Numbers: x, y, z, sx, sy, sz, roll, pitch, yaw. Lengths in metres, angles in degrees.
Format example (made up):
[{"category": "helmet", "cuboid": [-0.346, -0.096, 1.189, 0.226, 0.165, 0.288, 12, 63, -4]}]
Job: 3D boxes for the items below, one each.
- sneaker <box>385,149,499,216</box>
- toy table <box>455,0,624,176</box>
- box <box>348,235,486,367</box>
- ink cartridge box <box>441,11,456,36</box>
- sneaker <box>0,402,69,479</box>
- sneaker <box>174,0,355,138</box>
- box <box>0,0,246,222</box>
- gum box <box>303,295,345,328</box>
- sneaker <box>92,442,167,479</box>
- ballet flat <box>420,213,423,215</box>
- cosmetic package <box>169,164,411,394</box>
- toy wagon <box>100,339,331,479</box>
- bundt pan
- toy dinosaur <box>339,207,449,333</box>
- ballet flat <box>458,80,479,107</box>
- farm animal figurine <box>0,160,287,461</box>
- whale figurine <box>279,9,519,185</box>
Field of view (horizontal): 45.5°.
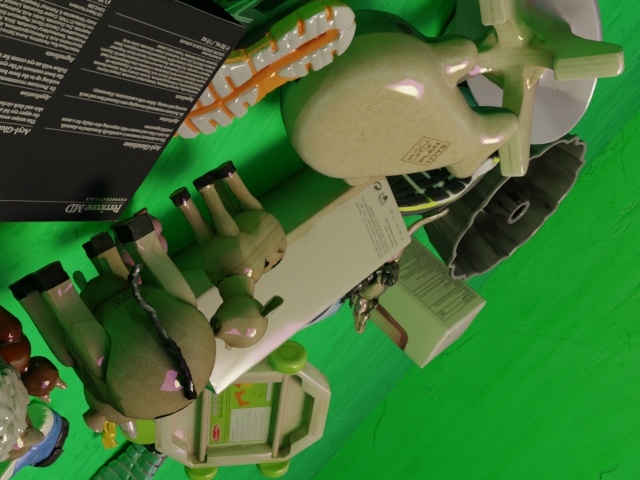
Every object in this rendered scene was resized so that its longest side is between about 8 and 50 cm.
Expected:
[{"category": "sneaker", "cuboid": [0.170, -0.088, 1.124, 0.300, 0.111, 0.121, -25, 156, -44]}, {"category": "toy table", "cuboid": [0.233, -0.218, 0.902, 0.252, 0.274, 0.161, -11, -155, 34]}, {"category": "box", "cuboid": [0.180, 0.109, 1.510, 0.148, 0.232, 0.127, -27, 153, -42]}, {"category": "ink cartridge box", "cuboid": [0.236, -0.285, 1.103, 0.223, 0.045, 0.224, -21, 149, -52]}, {"category": "sneaker", "cuboid": [-0.372, 0.270, 0.933, 0.152, 0.058, 0.084, -49, 154, -12]}, {"category": "sneaker", "cuboid": [-0.080, -0.159, 0.646, 0.215, 0.083, 0.084, -26, 154, -4]}, {"category": "box", "cuboid": [-0.192, -0.108, 0.464, 0.184, 0.103, 0.261, -54, 161, 17]}, {"category": "gum box", "cuboid": [0.005, 0.070, 1.190, 0.184, 0.041, 0.157, -19, 149, -55]}, {"category": "sneaker", "cuboid": [-0.300, 0.381, 1.291, 0.224, 0.083, 0.098, -48, 166, 4]}, {"category": "ballet flat", "cuboid": [0.253, -0.076, 1.524, 0.221, 0.079, 0.077, -15, 145, -56]}, {"category": "cosmetic package", "cuboid": [-0.061, 0.030, 0.907, 0.309, 0.160, 0.113, -36, 114, -28]}, {"category": "toy wagon", "cuboid": [-0.160, 0.265, 1.178, 0.344, 0.068, 0.267, 0, 127, -13]}, {"category": "bundt pan", "cuboid": [0.312, -0.087, 1.368, 0.331, 0.124, 0.331, -32, 151, -21]}, {"category": "toy dinosaur", "cuboid": [0.095, 0.054, 1.185, 0.118, 0.064, 0.268, -30, 159, -55]}, {"category": "ballet flat", "cuboid": [0.199, -0.183, 1.072, 0.247, 0.083, 0.087, -15, 170, -42]}, {"category": "farm animal figurine", "cuboid": [-0.151, 0.075, 0.638, 0.330, 0.172, 0.327, -31, -171, -12]}, {"category": "whale figurine", "cuboid": [0.083, -0.149, 0.818, 0.272, 0.141, 0.216, 10, 139, -33]}]
